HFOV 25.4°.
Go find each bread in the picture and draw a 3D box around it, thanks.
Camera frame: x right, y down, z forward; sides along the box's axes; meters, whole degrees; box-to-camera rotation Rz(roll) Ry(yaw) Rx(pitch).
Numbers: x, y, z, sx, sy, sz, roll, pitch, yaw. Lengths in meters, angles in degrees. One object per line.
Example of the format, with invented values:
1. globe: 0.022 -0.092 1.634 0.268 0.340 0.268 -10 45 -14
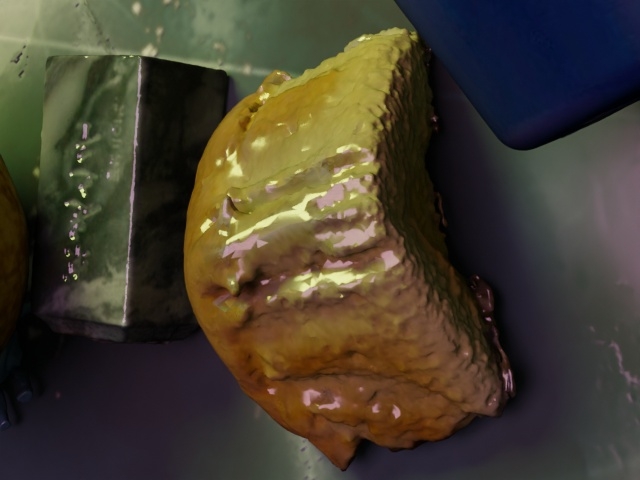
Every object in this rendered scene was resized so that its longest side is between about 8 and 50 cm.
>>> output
1. bread: -0.003 0.006 0.811 0.174 0.133 0.252 -16 80 30

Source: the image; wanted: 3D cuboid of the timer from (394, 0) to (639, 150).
1. timer: 0.219 -0.043 0.625 0.270 0.270 0.384 -30 88 29

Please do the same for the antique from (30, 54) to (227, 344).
1. antique: -0.125 -0.025 0.920 0.088 0.086 0.183 4 91 34

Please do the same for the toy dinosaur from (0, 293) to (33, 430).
1. toy dinosaur: -0.237 0.086 1.015 0.197 0.045 0.080 -50 53 26

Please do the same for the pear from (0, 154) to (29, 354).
1. pear: -0.328 0.000 0.907 0.280 0.280 0.281 -1 88 33
